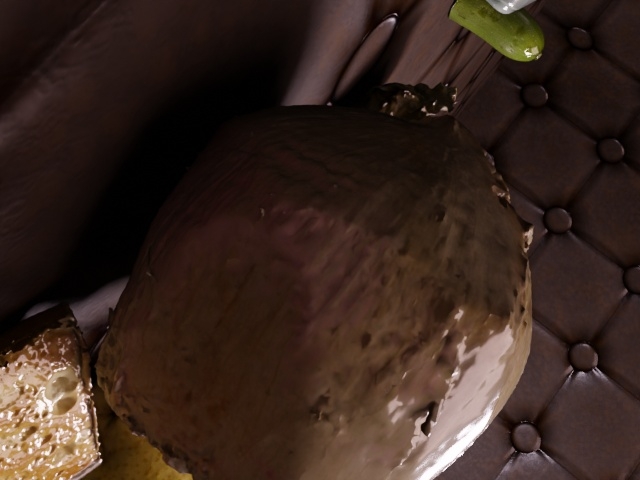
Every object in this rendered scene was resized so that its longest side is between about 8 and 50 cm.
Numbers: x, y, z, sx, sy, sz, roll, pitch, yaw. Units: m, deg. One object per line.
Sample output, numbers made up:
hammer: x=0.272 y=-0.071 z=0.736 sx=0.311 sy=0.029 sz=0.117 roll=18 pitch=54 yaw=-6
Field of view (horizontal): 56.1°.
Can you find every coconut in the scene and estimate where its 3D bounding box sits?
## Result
coconut: x=0.026 y=0.039 z=0.589 sx=0.404 sy=0.405 sz=0.404 roll=-50 pitch=173 yaw=-8

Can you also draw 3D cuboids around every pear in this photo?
pear: x=-0.229 y=0.283 z=0.791 sx=0.271 sy=0.271 sz=0.271 roll=-50 pitch=173 yaw=-8

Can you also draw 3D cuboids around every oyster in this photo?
oyster: x=0.077 y=-0.152 z=0.962 sx=0.337 sy=0.133 sz=0.197 roll=-44 pitch=173 yaw=-32

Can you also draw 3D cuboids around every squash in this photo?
squash: x=0.339 y=-0.406 z=1.115 sx=0.095 sy=0.188 sz=0.095 roll=-49 pitch=171 yaw=-11

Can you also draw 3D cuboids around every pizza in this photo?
pizza: x=-0.286 y=0.163 z=0.501 sx=0.204 sy=0.081 sz=0.188 roll=-34 pitch=141 yaw=-38

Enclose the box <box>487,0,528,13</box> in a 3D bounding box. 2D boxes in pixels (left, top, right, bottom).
box: x=0.315 y=-0.446 z=0.868 sx=0.182 sy=0.175 sz=0.312 roll=-46 pitch=178 yaw=36
